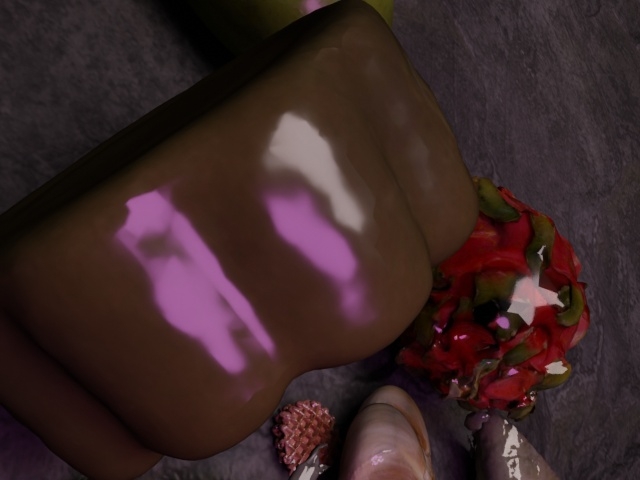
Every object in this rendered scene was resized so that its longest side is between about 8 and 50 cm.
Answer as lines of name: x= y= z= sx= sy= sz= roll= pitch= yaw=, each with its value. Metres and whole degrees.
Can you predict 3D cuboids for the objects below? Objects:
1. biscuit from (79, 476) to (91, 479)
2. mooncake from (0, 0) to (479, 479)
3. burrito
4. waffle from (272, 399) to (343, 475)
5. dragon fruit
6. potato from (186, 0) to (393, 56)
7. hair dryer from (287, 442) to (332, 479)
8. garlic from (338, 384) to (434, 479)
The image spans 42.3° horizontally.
biscuit: x=-0.125 y=0.279 z=0.652 sx=0.199 sy=0.040 sz=0.121 roll=39 pitch=45 yaw=-30
mooncake: x=-0.073 y=-0.001 z=0.607 sx=0.201 sy=0.378 sz=0.378 roll=56 pitch=41 yaw=-17
burrito: x=0.244 y=0.378 z=0.948 sx=0.175 sy=0.107 sz=0.348 roll=25 pitch=53 yaw=-45
waffle: x=-0.014 y=0.197 z=0.822 sx=0.083 sy=0.029 sz=0.075 roll=-5 pitch=74 yaw=-46
dragon fruit: x=0.179 y=0.056 z=0.954 sx=0.231 sy=0.237 sz=0.303 roll=50 pitch=20 yaw=-44
potato: x=-0.052 y=-0.299 z=0.904 sx=0.304 sy=0.216 sz=0.216 roll=37 pitch=47 yaw=-15
hair dryer: x=-0.095 y=0.284 z=0.581 sx=0.173 sy=0.107 sz=0.357 roll=49 pitch=56 yaw=-21
garlic: x=0.063 y=0.214 z=0.837 sx=0.174 sy=0.099 sz=0.124 roll=-61 pitch=146 yaw=-72
